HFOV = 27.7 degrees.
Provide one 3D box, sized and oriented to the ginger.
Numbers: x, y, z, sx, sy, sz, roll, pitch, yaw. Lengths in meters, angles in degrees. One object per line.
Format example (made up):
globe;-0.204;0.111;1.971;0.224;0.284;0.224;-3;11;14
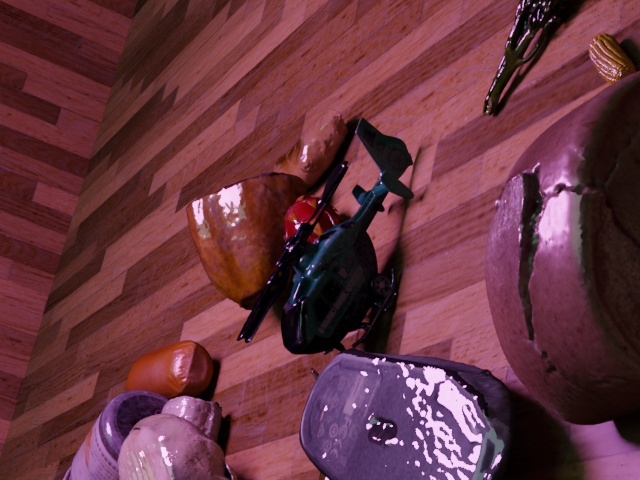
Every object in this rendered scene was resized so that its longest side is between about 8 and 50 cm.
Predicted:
ginger;-0.017;-0.137;2.084;0.190;0.069;0.095;-44;37;44

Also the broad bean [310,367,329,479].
broad bean;0.014;0.309;1.610;0.075;0.067;0.325;-13;50;28

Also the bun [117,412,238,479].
bun;-0.207;0.372;1.937;0.239;0.141;0.239;16;110;52

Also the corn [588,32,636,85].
corn;0.315;-0.193;1.402;0.037;0.037;0.092;-58;26;24

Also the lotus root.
lotus root;-0.092;0.009;2.035;0.199;0.188;0.180;-22;69;13

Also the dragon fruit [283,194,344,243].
dragon fruit;0.000;0.000;1.899;0.094;0.094;0.190;-62;31;16

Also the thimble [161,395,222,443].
thimble;-0.210;0.306;2.078;0.115;0.102;0.090;-37;35;53

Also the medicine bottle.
medicine bottle;-0.342;0.393;2.217;0.273;0.165;0.165;-54;25;36

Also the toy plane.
toy plane;0.029;0.017;1.732;0.382;0.155;0.106;-58;16;-21

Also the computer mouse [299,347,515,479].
computer mouse;0.109;0.219;1.396;0.374;0.114;0.203;19;84;61

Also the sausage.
sausage;-0.269;0.239;2.285;0.274;0.105;0.105;-24;48;61

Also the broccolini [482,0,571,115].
broccolini;0.254;-0.240;1.603;0.074;0.058;0.201;-77;3;-60

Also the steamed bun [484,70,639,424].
steamed bun;0.247;-0.001;1.157;0.251;0.199;0.301;-23;50;61
